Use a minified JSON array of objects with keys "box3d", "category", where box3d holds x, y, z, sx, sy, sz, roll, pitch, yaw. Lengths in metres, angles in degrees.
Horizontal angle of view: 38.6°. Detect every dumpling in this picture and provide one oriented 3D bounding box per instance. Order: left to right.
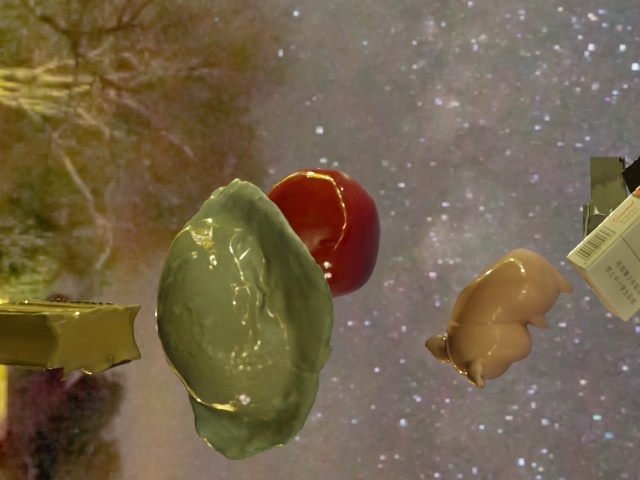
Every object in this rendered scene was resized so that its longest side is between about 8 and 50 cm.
[{"box3d":[-0.114,0.111,1.213,0.270,0.212,0.320,24,-42,65],"category":"dumpling"}]

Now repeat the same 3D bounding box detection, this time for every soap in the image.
[{"box3d":[-0.331,0.111,1.088,0.233,0.135,0.076,1,-89,40],"category":"soap"}]

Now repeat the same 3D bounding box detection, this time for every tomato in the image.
[{"box3d":[0.000,0.000,1.963,0.226,0.299,0.298,-96,-163,-60],"category":"tomato"}]

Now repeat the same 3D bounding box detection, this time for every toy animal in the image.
[{"box3d":[0.306,0.128,1.560,0.250,0.154,0.166,-57,-171,-3],"category":"toy animal"}]

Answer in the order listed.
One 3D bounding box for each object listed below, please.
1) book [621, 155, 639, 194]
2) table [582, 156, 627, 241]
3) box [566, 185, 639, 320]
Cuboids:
[{"box3d":[0.485,-0.098,1.136,0.228,0.024,0.160,-50,-142,40],"category":"book"},{"box3d":[0.438,-0.016,1.401,0.146,0.062,0.175,69,24,-59],"category":"table"},{"box3d":[0.364,0.004,1.029,0.152,0.100,0.048,-45,-149,-1],"category":"box"}]
